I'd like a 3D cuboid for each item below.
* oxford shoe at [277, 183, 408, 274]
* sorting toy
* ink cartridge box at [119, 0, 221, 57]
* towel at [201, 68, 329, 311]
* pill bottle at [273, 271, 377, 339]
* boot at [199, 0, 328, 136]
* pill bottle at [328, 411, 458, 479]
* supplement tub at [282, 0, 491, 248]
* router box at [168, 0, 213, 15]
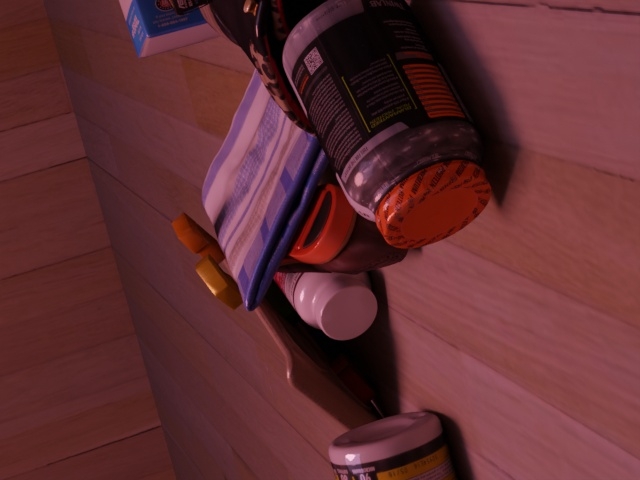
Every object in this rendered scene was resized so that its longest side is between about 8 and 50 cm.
[{"bbox_3d":[0.000,0.000,1.479,0.097,0.098,0.271,-69,19,-3],"label":"oxford shoe"},{"bbox_3d":[-0.034,0.090,1.616,0.307,0.041,0.229,43,-169,-43],"label":"sorting toy"},{"bbox_3d":[-0.157,-0.321,1.617,0.086,0.148,0.203,141,111,-75],"label":"ink cartridge box"},{"bbox_3d":[-0.059,-0.074,1.504,0.209,0.034,0.285,-65,20,16],"label":"towel"},{"bbox_3d":[0.002,0.042,1.580,0.152,0.086,0.086,-130,26,-54],"label":"pill bottle"},{"bbox_3d":[-0.056,-0.287,1.311,0.284,0.138,0.377,-123,18,-49],"label":"boot"},{"bbox_3d":[0.091,0.286,1.478,0.119,0.119,0.209,177,75,-75],"label":"pill bottle"},{"bbox_3d":[0.054,-0.095,1.175,0.117,0.117,0.190,98,152,-59],"label":"supplement tub"},{"bbox_3d":[-0.138,-0.272,1.299,0.092,0.038,0.122,-123,13,-47],"label":"router box"}]
